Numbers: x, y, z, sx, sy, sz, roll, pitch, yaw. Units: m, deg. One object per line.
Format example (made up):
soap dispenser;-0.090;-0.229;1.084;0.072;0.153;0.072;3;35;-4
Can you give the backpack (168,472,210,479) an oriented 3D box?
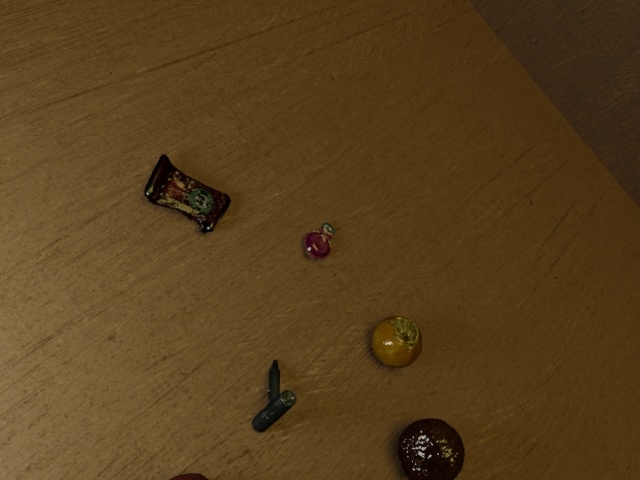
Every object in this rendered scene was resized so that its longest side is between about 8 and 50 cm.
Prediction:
backpack;-0.295;0.634;1.434;0.139;0.229;0.229;21;49;-65

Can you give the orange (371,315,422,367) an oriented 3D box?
orange;0.227;0.295;1.867;0.154;0.134;0.155;9;71;-27

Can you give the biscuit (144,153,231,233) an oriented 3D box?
biscuit;-0.374;-0.124;1.797;0.235;0.063;0.151;30;59;-15

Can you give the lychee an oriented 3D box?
lychee;0.304;0.579;1.754;0.194;0.194;0.195;10;64;-22

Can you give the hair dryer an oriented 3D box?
hair dryer;-0.112;0.377;1.659;0.050;0.173;0.195;25;45;-20

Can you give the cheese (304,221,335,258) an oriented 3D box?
cheese;0.000;0.000;1.943;0.095;0.038;0.145;42;50;-6
